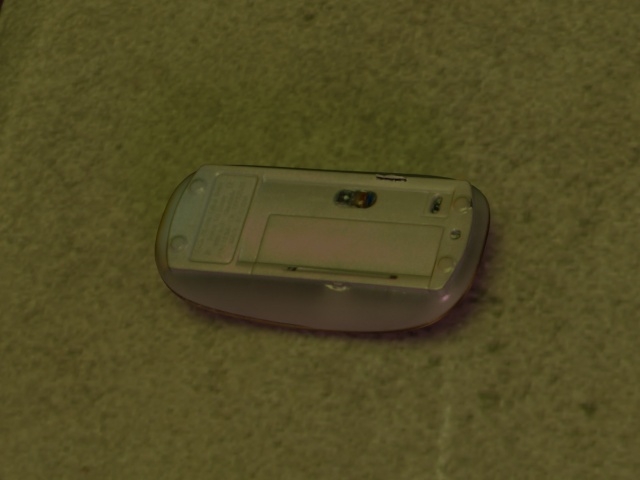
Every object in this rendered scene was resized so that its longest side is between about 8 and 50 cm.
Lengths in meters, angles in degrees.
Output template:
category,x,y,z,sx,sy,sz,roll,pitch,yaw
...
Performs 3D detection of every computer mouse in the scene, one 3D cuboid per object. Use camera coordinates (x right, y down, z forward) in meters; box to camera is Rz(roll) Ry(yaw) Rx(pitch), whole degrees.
category,x,y,z,sx,sy,sz,roll,pitch,yaw
computer mouse,0.001,0.001,1.098,0.199,0.045,0.102,3,58,22
